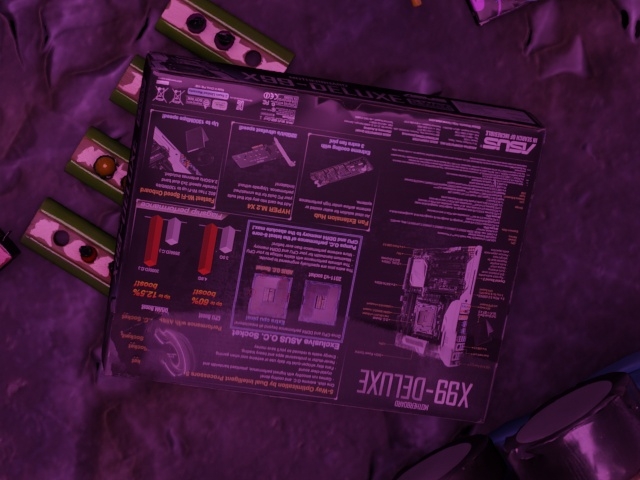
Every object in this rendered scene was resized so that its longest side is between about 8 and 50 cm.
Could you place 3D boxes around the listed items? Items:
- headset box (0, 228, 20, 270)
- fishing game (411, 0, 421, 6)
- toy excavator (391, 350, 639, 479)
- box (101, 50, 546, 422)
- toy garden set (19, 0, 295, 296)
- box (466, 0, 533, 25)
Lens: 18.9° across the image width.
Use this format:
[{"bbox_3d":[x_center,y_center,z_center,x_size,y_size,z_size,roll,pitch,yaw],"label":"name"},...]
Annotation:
[{"bbox_3d":[-0.273,0.022,1.516,0.083,0.062,0.032,-42,95,2],"label":"headset box"},{"bbox_3d":[0.171,-0.279,1.498,0.264,0.041,0.189,-25,100,-4],"label":"fishing game"},{"bbox_3d":[0.320,0.140,1.481,0.433,0.445,0.222,-28,97,41],"label":"toy excavator"},{"bbox_3d":[0.000,0.000,1.481,0.307,0.076,0.243,7,105,-9],"label":"box"},{"bbox_3d":[-0.090,-0.048,1.524,0.203,0.049,0.244,32,92,-3],"label":"toy garden set"},{"bbox_3d":[0.146,-0.266,1.531,0.116,0.029,0.162,-23,93,-1],"label":"box"}]
